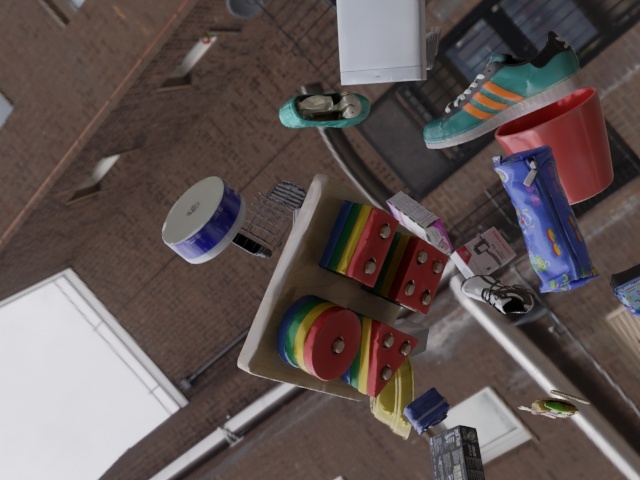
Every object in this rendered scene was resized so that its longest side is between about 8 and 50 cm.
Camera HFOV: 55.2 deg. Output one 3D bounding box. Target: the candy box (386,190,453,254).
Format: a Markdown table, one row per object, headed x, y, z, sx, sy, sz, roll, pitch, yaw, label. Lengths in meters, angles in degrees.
| x | y | z | sx | sy | sz | roll | pitch | yaw | label |
| --- | --- | --- | --- | --- | --- | --- | --- | --- | --- |
| 0.336 | -0.054 | 2.084 | 0.233 | 0.071 | 0.159 | 46 | 171 | 50 | candy box |

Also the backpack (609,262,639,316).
| x | y | z | sx | sy | sz | roll | pitch | yaw | label |
| --- | --- | --- | --- | --- | --- | --- | --- | --- | --- |
| 0.953 | 0.158 | 1.778 | 0.173 | 0.158 | 0.117 | 52 | -152 | -14 | backpack |

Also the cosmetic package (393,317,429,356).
| x | y | z | sx | sy | sz | roll | pitch | yaw | label |
| --- | --- | --- | --- | --- | --- | --- | --- | --- | --- |
| 0.271 | 0.360 | 2.193 | 0.127 | 0.107 | 0.238 | 18 | -165 | 42 | cosmetic package |

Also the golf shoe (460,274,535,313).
| x | y | z | sx | sy | sz | roll | pitch | yaw | label |
| --- | --- | --- | --- | --- | --- | --- | --- | --- | --- |
| 0.469 | 0.146 | 1.639 | 0.198 | 0.077 | 0.094 | 9 | -157 | 21 | golf shoe |

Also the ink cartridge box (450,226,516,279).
| x | y | z | sx | sy | sz | roll | pitch | yaw | label |
| --- | --- | --- | --- | --- | --- | --- | --- | --- | --- |
| 0.474 | 0.045 | 1.784 | 0.109 | 0.150 | 0.063 | 55 | 164 | 16 | ink cartridge box |

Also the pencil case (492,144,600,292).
| x | y | z | sx | sy | sz | roll | pitch | yaw | label |
| --- | --- | --- | --- | --- | --- | --- | --- | --- | --- |
| 0.451 | -0.044 | 1.228 | 0.133 | 0.119 | 0.306 | -12 | -98 | -81 | pencil case |

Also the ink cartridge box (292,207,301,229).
| x | y | z | sx | sy | sz | roll | pitch | yaw | label |
| --- | --- | --- | --- | --- | --- | --- | --- | --- | --- |
| 0.000 | 0.000 | 1.500 | 0.139 | 0.191 | 0.082 | 1 | -114 | -3 | ink cartridge box |

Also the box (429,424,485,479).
| x | y | z | sx | sy | sz | roll | pitch | yaw | label |
| --- | --- | --- | --- | --- | --- | --- | --- | --- | --- |
| 0.424 | 0.688 | 1.911 | 0.077 | 0.147 | 0.180 | 19 | -131 | -26 | box |

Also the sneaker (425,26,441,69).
| x | y | z | sx | sy | sz | roll | pitch | yaw | label |
| --- | --- | --- | --- | --- | --- | --- | --- | --- | --- |
| 0.283 | -0.568 | 1.796 | 0.115 | 0.105 | 0.281 | 9 | -154 | 12 | sneaker |

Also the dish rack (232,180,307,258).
| x | y | z | sx | sy | sz | roll | pitch | yaw | label |
| --- | --- | --- | --- | --- | --- | --- | --- | --- | --- |
| -0.167 | -0.079 | 1.979 | 0.208 | 0.272 | 0.074 | 26 | 171 | 46 | dish rack |

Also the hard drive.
| x | y | z | sx | sy | sz | roll | pitch | yaw | label |
| --- | --- | --- | --- | --- | --- | --- | --- | --- | --- |
| 0.146 | -0.572 | 1.514 | 0.047 | 0.233 | 0.353 | -22 | -67 | -52 | hard drive |

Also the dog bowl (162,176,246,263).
| x | y | z | sx | sy | sz | roll | pitch | yaw | label |
| --- | --- | --- | --- | --- | --- | --- | --- | --- | --- |
| -0.359 | -0.065 | 1.886 | 0.104 | 0.264 | 0.265 | 44 | -156 | -35 | dog bowl |

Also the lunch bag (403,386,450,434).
| x | y | z | sx | sy | sz | roll | pitch | yaw | label |
| --- | --- | --- | --- | --- | --- | --- | --- | --- | --- |
| 0.237 | 0.372 | 1.332 | 0.065 | 0.098 | 0.067 | 51 | 164 | 28 | lunch bag |

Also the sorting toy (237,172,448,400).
| x | y | z | sx | sy | sz | roll | pitch | yaw | label |
| --- | --- | --- | --- | --- | --- | --- | --- | --- | --- |
| 0.053 | 0.083 | 0.801 | 0.089 | 0.256 | 0.257 | 17 | 172 | 41 | sorting toy |

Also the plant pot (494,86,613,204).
| x | y | z | sx | sy | sz | roll | pitch | yaw | label |
| --- | --- | --- | --- | --- | --- | --- | --- | --- | --- |
| 0.645 | -0.240 | 1.645 | 0.243 | 0.274 | 0.275 | 61 | -157 | -14 | plant pot |

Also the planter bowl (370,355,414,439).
| x | y | z | sx | sy | sz | roll | pitch | yaw | label |
| --- | --- | --- | --- | --- | --- | --- | --- | --- | --- |
| 0.177 | 0.398 | 1.578 | 0.090 | 0.217 | 0.217 | 4 | -144 | -2 | planter bowl |

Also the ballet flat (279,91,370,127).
| x | y | z | sx | sy | sz | roll | pitch | yaw | label |
| --- | --- | --- | --- | --- | --- | --- | --- | --- | --- |
| 0.027 | -0.305 | 1.417 | 0.247 | 0.087 | 0.083 | -12 | -93 | -26 | ballet flat |

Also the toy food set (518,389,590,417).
| x | y | z | sx | sy | sz | roll | pitch | yaw | label |
| --- | --- | --- | --- | --- | --- | --- | --- | --- | --- |
| 0.649 | 0.474 | 1.708 | 0.132 | 0.192 | 0.039 | 17 | -121 | -3 | toy food set |

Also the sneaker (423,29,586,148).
| x | y | z | sx | sy | sz | roll | pitch | yaw | label |
| --- | --- | --- | --- | --- | --- | --- | --- | --- | --- |
| 0.312 | -0.273 | 1.119 | 0.121 | 0.302 | 0.108 | 59 | -151 | -13 | sneaker |
